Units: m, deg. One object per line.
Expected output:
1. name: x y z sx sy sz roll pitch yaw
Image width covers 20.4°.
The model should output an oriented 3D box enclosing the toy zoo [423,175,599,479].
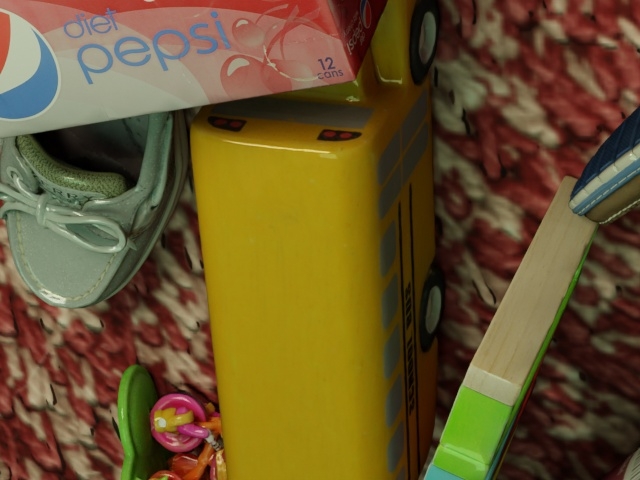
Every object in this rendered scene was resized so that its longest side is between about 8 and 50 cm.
1. toy zoo: 0.085 0.128 1.005 0.030 0.192 0.293 23 128 9

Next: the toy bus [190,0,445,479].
1. toy bus: 0.000 0.000 0.997 0.108 0.130 0.332 8 124 19

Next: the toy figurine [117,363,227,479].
1. toy figurine: -0.038 0.157 1.153 0.159 0.130 0.173 -7 94 13

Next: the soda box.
1. soda box: -0.106 -0.115 0.872 0.263 0.083 0.092 -8 124 22

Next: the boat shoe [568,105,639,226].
1. boat shoe: 0.206 -0.053 0.912 0.066 0.066 0.183 44 128 -9

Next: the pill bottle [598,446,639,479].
1. pill bottle: 0.201 0.252 1.015 0.224 0.224 0.392 37 129 -3

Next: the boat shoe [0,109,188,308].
1. boat shoe: -0.133 -0.080 1.020 0.118 0.103 0.320 27 128 5
